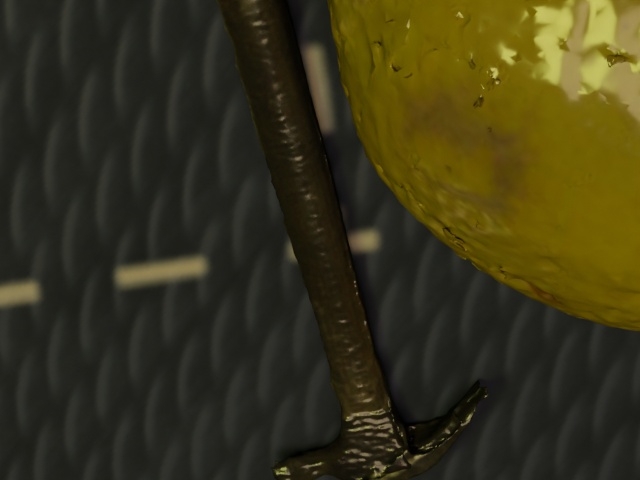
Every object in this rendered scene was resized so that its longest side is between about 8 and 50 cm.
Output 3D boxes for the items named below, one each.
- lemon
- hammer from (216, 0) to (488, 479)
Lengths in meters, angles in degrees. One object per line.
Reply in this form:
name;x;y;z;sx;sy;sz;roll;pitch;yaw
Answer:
lemon;0.138;-0.091;0.605;0.310;0.258;0.258;15;117;-10
hammer;0.000;0.000;0.779;0.125;0.027;0.297;-13;116;8
